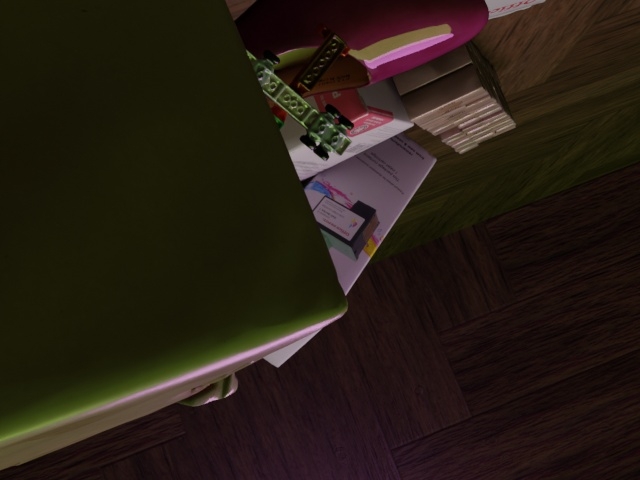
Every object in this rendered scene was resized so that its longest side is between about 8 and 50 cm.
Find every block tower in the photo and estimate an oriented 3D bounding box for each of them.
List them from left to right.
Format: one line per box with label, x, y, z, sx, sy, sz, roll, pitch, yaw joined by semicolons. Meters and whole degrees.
block tower;0.169;-0.182;1.405;0.097;0.091;0.335;-23;172;13

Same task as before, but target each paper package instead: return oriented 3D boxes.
paper package;-0.195;-0.054;0.502;0.309;0.325;0.168;-18;171;-31

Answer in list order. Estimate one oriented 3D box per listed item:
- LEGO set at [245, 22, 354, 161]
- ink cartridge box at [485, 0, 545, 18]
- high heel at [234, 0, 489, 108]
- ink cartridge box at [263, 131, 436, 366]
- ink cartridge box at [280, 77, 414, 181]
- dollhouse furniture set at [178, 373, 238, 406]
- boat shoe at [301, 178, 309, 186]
LEGO set;-0.064;-0.129;0.757;0.182;0.244;0.060;-9;-156;-22
ink cartridge box;0.134;-0.248;0.894;0.154;0.093;0.212;-18;170;-15
high heel;-0.052;-0.087;0.864;0.377;0.181;0.127;-10;163;11
ink cartridge box;0.000;0.000;1.420;0.278;0.117;0.201;-54;-177;-29
ink cartridge box;-0.029;-0.124;1.266;0.217;0.092;0.158;-27;171;20
dollhouse furniture set;-0.203;0.010;0.952;0.301;0.198;0.151;13;-175;41
boat shoe;-0.056;-0.079;1.580;0.059;0.063;0.170;-32;169;24
